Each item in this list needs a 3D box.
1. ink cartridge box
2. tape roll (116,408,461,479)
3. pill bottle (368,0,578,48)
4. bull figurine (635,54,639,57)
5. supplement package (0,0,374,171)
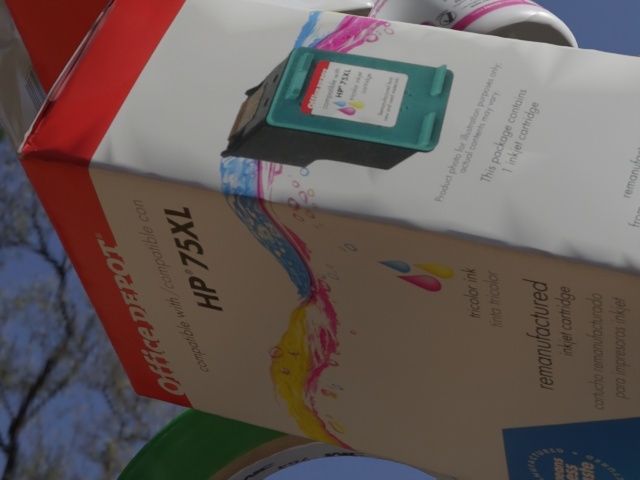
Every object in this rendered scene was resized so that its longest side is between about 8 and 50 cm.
[{"bbox_3d":[0.000,0.000,0.458,0.231,0.078,0.134,11,-35,21],"label":"ink cartridge box"},{"bbox_3d":[0.015,0.232,0.851,0.321,0.321,0.077,6,-15,5],"label":"tape roll"},{"bbox_3d":[0.100,-0.189,1.382,0.160,0.283,0.160,-15,-56,-23],"label":"pill bottle"},{"bbox_3d":[0.336,-0.133,1.407,0.310,0.188,0.101,26,-36,48],"label":"bull figurine"},{"bbox_3d":[-0.137,-0.192,1.289,0.293,0.175,0.177,-13,-31,-33],"label":"supplement package"}]
